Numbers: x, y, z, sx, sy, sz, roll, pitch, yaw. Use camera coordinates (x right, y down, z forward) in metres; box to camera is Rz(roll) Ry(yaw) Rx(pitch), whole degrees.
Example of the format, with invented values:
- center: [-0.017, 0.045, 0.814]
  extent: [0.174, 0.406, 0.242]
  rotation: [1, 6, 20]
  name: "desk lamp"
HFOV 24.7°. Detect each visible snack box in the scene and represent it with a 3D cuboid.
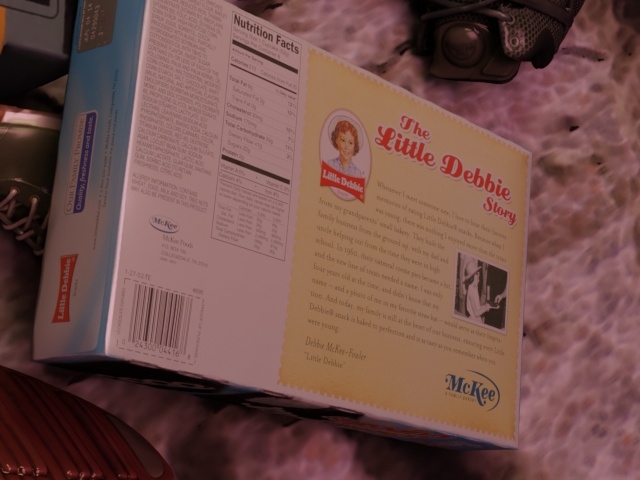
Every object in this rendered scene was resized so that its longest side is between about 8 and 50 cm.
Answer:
- center: [0.000, 0.000, 0.781]
  extent: [0.322, 0.060, 0.187]
  rotation: [20, 70, -45]
  name: "snack box"

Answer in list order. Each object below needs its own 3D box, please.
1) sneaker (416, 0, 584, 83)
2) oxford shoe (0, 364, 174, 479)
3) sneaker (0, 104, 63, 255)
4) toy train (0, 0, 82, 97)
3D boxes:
- center: [0.095, -0.180, 0.881]
  extent: [0.227, 0.087, 0.130]
  rotation: [47, 60, -49]
  name: "sneaker"
- center: [-0.232, 0.124, 0.662]
  extent: [0.348, 0.123, 0.130]
  rotation: [8, 110, -36]
  name: "oxford shoe"
- center: [-0.121, -0.011, 0.759]
  extent: [0.192, 0.064, 0.086]
  rotation: [12, 69, -32]
  name: "sneaker"
- center: [-0.208, -0.222, 0.718]
  extent: [0.190, 0.142, 0.334]
  rotation: [11, 73, -41]
  name: "toy train"
